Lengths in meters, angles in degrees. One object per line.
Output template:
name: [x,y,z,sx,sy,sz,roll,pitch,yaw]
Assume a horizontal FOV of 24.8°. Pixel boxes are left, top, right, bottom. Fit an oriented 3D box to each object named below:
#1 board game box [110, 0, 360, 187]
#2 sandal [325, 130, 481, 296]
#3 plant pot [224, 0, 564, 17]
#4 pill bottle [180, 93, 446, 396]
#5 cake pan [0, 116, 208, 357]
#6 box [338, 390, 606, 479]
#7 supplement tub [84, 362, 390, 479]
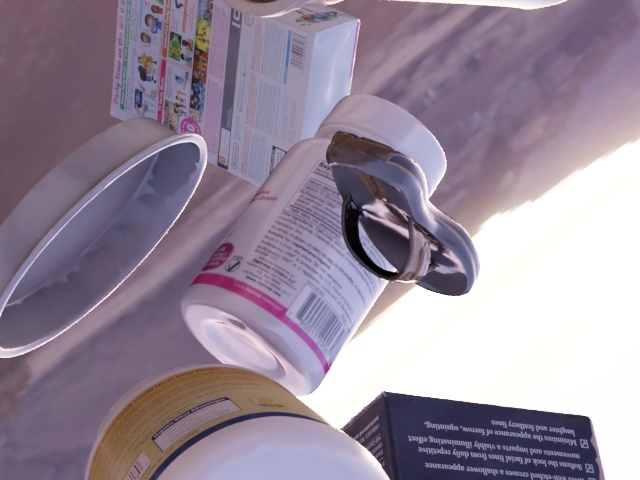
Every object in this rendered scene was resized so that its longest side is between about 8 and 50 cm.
board game box: [-0.111,-0.208,1.756,0.097,0.303,0.224,-30,138,-47]
sandal: [0.054,-0.005,1.057,0.060,0.090,0.219,-66,155,-16]
plant pot: [0.098,-0.336,1.271,0.305,0.334,0.334,6,152,-32]
pill bottle: [0.000,0.000,1.451,0.283,0.160,0.160,-55,-174,-24]
cake pan: [-0.230,-0.009,1.424,0.293,0.054,0.293,-46,170,-10]
box: [0.173,0.401,1.640,0.293,0.395,0.212,10,144,-25]
supplement tub: [-0.079,0.232,1.247,0.228,0.228,0.316,-37,-163,-10]
